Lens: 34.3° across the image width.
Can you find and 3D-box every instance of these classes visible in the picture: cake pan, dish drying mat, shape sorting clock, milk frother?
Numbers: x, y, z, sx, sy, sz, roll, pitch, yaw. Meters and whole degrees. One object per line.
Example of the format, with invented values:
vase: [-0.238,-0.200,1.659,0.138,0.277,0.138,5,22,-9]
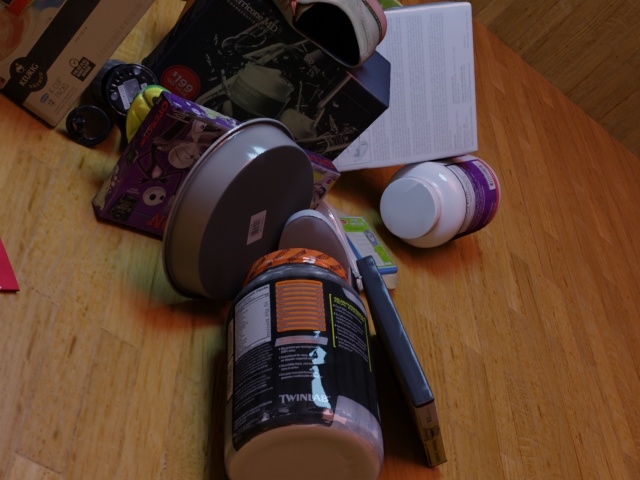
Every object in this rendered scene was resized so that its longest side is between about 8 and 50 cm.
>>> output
cake pan: [-0.110,-0.034,1.513,0.054,0.293,0.293,30,19,27]
dish drying mat: [-0.406,0.030,1.310,0.032,0.008,0.083,6,49,-51]
shape sorting clock: [0.073,0.015,1.968,0.206,0.040,0.206,43,22,-22]
milk frother: [-0.342,-0.220,1.646,0.143,0.129,0.135,-4,13,-23]

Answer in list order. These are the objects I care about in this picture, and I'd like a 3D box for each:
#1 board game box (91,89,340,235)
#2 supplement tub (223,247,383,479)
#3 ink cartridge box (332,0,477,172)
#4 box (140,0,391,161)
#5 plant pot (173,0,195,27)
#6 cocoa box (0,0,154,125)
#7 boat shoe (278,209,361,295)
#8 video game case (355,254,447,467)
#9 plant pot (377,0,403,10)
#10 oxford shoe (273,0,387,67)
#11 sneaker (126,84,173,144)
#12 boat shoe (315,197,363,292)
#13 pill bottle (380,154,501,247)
board game box: [-0.152,-0.083,1.600,0.347,0.208,0.056,18,30,-42]
supplement tub: [-0.028,0.181,1.423,0.207,0.207,0.338,32,33,-27]
ink cartridge box: [0.125,-0.305,2.075,0.385,0.308,0.091,-10,16,-18]
box: [-0.105,-0.274,1.805,0.343,0.312,0.179,36,29,-19]
plant pot: [-0.191,-0.389,1.953,0.205,0.188,0.205,37,20,-16]
cocoa box: [-0.373,-0.397,1.549,0.228,0.347,0.231,36,30,-19]
boat shoe: [0.014,0.075,1.631,0.105,0.113,0.306,-87,157,-61]
video game case: [0.132,0.197,1.672,0.248,0.035,0.275,72,-2,-55]
plant pot: [0.102,-0.377,2.296,0.276,0.254,0.276,35,30,-24]
oxford shoe: [-0.035,-0.413,1.626,0.348,0.123,0.130,39,36,-13]
sneaker: [-0.228,-0.160,1.633,0.295,0.109,0.123,57,13,-62]
boat shoe: [0.000,0.001,1.843,0.081,0.079,0.227,1,55,-60]
pill bottle: [0.250,-0.085,2.200,0.181,0.181,0.323,53,29,12]
